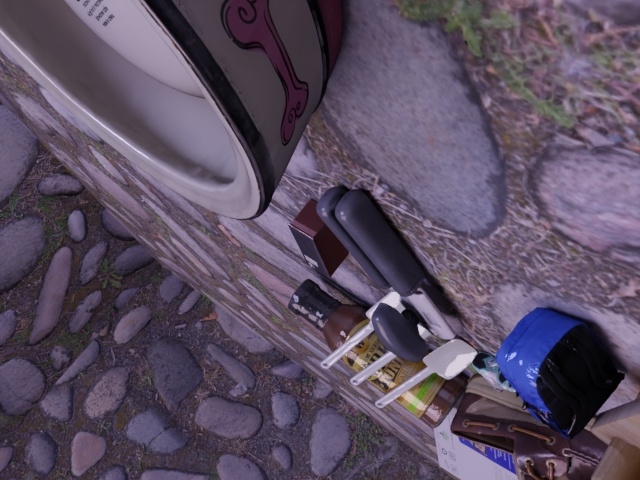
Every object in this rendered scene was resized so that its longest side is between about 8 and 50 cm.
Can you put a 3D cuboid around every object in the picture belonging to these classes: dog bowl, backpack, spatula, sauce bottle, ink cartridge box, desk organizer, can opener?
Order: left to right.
[{"bbox_3d":[-0.157,-0.205,0.475,0.408,0.150,0.408,36,164,12],"label":"dog bowl"},{"bbox_3d":[0.000,0.000,0.865,0.047,0.050,0.130,31,162,26],"label":"desk organizer"},{"bbox_3d":[0.093,0.194,1.082,0.344,0.111,0.111,33,163,15],"label":"sauce bottle"},{"bbox_3d":[0.081,0.058,0.764,0.076,0.095,0.283,16,153,52],"label":"can opener"},{"bbox_3d":[0.115,0.189,0.963,0.168,0.019,0.242,37,129,-6],"label":"spatula"},{"bbox_3d":[0.329,0.384,1.041,0.332,0.065,0.166,16,120,58],"label":"ink cartridge box"},{"bbox_3d":[0.234,0.131,0.623,0.101,0.098,0.120,23,159,53],"label":"backpack"}]

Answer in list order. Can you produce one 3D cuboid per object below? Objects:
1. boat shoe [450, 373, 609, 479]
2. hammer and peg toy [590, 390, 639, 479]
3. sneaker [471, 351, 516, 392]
[{"bbox_3d":[0.323,0.303,0.847,0.342,0.123,0.123,17,154,53],"label":"boat shoe"},{"bbox_3d":[0.415,0.241,0.467,0.361,0.127,0.266,34,164,16],"label":"hammer and peg toy"},{"bbox_3d":[0.268,0.200,0.856,0.069,0.038,0.098,47,172,-31],"label":"sneaker"}]
